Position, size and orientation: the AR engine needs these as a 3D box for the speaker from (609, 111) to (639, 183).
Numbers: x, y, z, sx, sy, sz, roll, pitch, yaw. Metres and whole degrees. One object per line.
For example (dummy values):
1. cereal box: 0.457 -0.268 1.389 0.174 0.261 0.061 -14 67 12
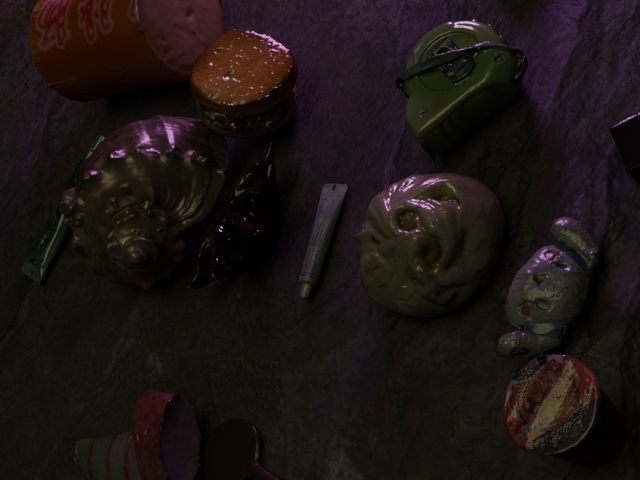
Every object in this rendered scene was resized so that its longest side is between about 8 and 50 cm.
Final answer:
1. speaker: 0.493 -0.161 1.577 0.218 0.044 0.082 -27 53 23

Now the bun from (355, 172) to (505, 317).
1. bun: 0.143 -0.004 1.701 0.231 0.133 0.231 -15 60 28

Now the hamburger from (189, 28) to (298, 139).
1. hamburger: -0.120 -0.248 2.011 0.182 0.118 0.191 -30 52 -7

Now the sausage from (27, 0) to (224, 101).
1. sausage: -0.351 -0.385 2.202 0.287 0.233 0.233 -6 64 33

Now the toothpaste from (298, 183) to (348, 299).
1. toothpaste: 0.000 0.000 1.874 0.048 0.029 0.197 2 66 35

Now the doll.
1. doll: 0.301 0.066 1.586 0.104 0.071 0.214 22 73 30

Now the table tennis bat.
1. table tennis bat: -0.144 0.309 1.760 0.170 0.119 0.107 24 83 44

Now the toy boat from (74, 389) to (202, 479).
1. toy boat: -0.304 0.346 1.895 0.282 0.096 0.206 -17 72 40

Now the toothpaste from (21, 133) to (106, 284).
1. toothpaste: -0.469 -0.061 2.248 0.075 0.048 0.296 27 87 43

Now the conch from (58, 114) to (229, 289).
1. conch: -0.301 -0.102 2.029 0.297 0.210 0.352 -33 51 17

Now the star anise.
1. star anise: -0.121 -0.024 1.943 0.272 0.103 0.272 -48 23 28

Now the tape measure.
1. tape measure: 0.203 -0.243 1.795 0.200 0.106 0.175 -37 54 14

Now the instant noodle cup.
1. instant noodle cup: 0.303 0.216 1.460 0.127 0.136 0.127 -17 58 29
